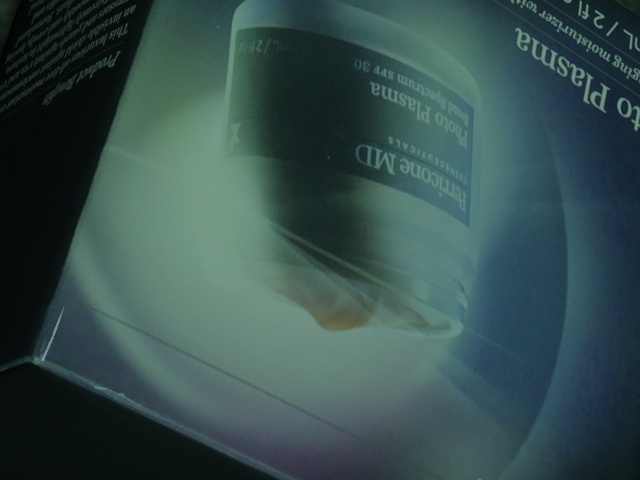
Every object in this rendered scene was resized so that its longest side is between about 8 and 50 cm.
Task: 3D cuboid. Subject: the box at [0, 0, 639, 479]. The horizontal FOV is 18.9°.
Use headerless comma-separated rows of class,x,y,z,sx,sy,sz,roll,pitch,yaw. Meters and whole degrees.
box,0.000,0.000,0.866,0.296,0.183,0.294,28,63,-26
